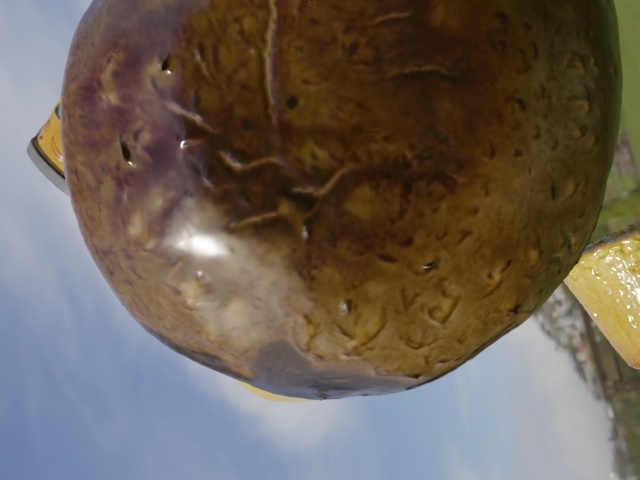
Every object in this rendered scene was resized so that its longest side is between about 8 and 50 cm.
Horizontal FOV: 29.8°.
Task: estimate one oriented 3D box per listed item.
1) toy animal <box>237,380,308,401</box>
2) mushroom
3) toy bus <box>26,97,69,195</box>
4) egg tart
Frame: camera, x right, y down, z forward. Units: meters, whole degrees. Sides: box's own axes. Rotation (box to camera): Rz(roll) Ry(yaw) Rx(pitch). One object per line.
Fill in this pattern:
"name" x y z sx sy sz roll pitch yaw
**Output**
"toy animal" -0.012 0.001 1.194 0.277 0.345 0.247 -14 -118 -49
"mushroom" 0.018 -0.074 0.700 0.239 0.345 0.345 -50 -57 -72
"toy bus" -0.186 -0.104 1.243 0.126 0.136 0.209 41 -158 29
"egg tart" 0.371 0.047 1.300 0.147 0.202 0.202 65 -167 2
